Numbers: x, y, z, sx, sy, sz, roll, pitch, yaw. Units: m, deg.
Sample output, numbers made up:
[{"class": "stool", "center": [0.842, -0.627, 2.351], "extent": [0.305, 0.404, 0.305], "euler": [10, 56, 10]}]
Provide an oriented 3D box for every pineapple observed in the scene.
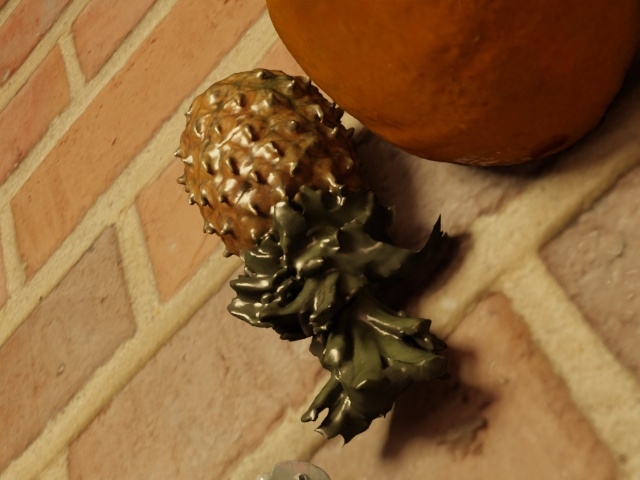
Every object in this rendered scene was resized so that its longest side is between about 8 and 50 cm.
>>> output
[{"class": "pineapple", "center": [0.000, 0.000, 0.726], "extent": [0.170, 0.141, 0.310], "euler": [-27, 51, 0]}]

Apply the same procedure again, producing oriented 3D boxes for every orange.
[{"class": "orange", "center": [0.078, -0.201, 0.674], "extent": [0.274, 0.310, 0.274], "euler": [-38, 17, 14]}]

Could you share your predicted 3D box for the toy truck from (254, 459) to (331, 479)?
[{"class": "toy truck", "center": [-0.022, 0.209, 0.664], "extent": [0.077, 0.076, 0.111], "euler": [-50, 34, 44]}]
